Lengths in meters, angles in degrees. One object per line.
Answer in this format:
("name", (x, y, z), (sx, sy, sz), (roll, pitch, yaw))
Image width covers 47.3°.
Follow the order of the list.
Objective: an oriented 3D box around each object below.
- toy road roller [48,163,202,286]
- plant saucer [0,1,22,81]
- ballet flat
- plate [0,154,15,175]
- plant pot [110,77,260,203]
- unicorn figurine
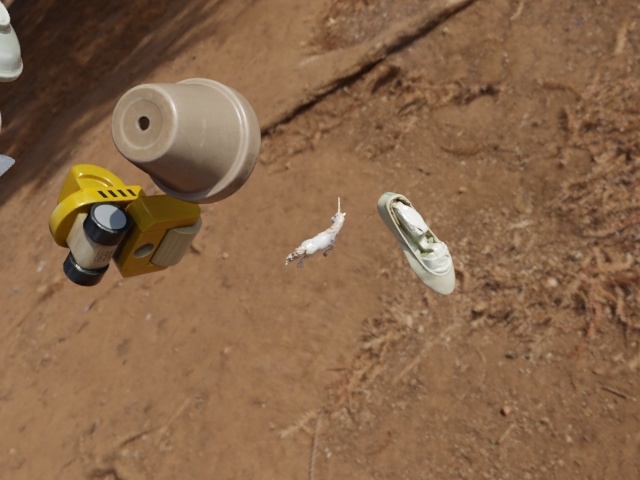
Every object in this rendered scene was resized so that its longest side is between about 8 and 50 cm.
("toy road roller", (-0.471, -0.057, 1.721), (0.240, 0.330, 0.202), (56, 129, 23))
("plant saucer", (-0.850, -0.553, 1.715), (0.100, 0.400, 0.400), (-40, 27, 13))
("ballet flat", (0.205, 0.005, 1.481), (0.086, 0.248, 0.086), (-38, 4, 3))
("plate", (-1.005, -0.174, 1.932), (0.277, 0.045, 0.278), (9, 38, 11))
("plant pot", (-0.283, -0.207, 1.441), (0.263, 0.263, 0.229), (-42, -15, 15))
("unicorn figurine", (0.000, 0.000, 1.574), (0.162, 0.060, 0.111), (-46, -8, -36))
